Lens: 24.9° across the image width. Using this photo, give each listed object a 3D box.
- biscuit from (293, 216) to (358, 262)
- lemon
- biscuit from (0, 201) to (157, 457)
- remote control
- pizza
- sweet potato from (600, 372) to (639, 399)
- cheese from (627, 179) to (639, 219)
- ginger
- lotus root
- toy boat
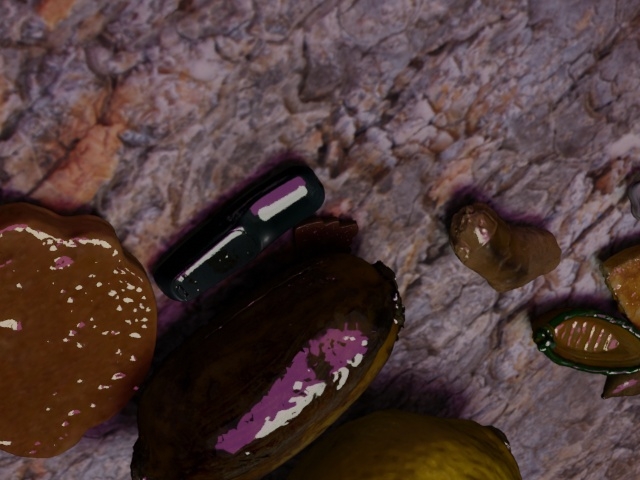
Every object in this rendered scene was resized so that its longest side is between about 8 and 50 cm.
[{"bbox_3d":[0.000,0.000,1.728,0.092,0.016,0.082,24,113,-35],"label":"biscuit"},{"bbox_3d":[0.111,0.386,1.839,0.387,0.350,0.349,-41,133,-23],"label":"lemon"},{"bbox_3d":[-0.342,0.100,1.595,0.351,0.057,0.312,12,115,-34],"label":"biscuit"},{"bbox_3d":[-0.092,-0.007,1.659,0.222,0.042,0.072,-36,132,0],"label":"remote control"},{"bbox_3d":[0.437,0.056,1.967,0.175,0.046,0.134,10,115,-31],"label":"pizza"},{"bbox_3d":[0.493,0.162,2.051,0.270,0.075,0.074,-21,128,-19],"label":"sweet potato"},{"bbox_3d":[0.538,-0.074,1.885,0.286,0.082,0.163,-14,89,-7],"label":"cheese"},{"bbox_3d":[0.228,0.009,1.814,0.190,0.069,0.095,27,111,-38],"label":"ginger"},{"bbox_3d":[-0.065,0.168,1.698,0.397,0.179,0.196,-36,143,-3],"label":"lotus root"},{"bbox_3d":[0.372,0.140,1.952,0.230,0.088,0.089,13,108,-25],"label":"toy boat"}]
